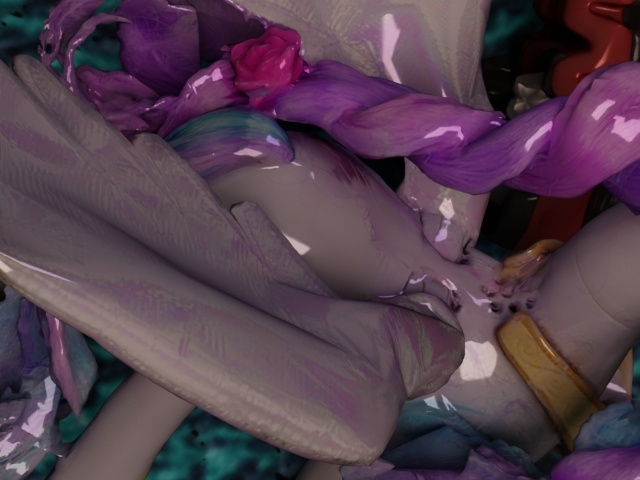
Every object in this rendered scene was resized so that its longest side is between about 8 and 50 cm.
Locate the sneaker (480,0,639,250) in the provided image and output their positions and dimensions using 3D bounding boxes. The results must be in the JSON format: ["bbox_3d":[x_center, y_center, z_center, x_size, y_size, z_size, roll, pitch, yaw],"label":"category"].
[{"bbox_3d":[0.152,-0.118,0.640,0.135,0.097,0.276,13,105,-8],"label":"sneaker"}]

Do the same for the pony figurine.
[{"bbox_3d":[0.000,0.000,0.537,0.351,0.303,0.363,34,135,-19],"label":"pony figurine"}]
